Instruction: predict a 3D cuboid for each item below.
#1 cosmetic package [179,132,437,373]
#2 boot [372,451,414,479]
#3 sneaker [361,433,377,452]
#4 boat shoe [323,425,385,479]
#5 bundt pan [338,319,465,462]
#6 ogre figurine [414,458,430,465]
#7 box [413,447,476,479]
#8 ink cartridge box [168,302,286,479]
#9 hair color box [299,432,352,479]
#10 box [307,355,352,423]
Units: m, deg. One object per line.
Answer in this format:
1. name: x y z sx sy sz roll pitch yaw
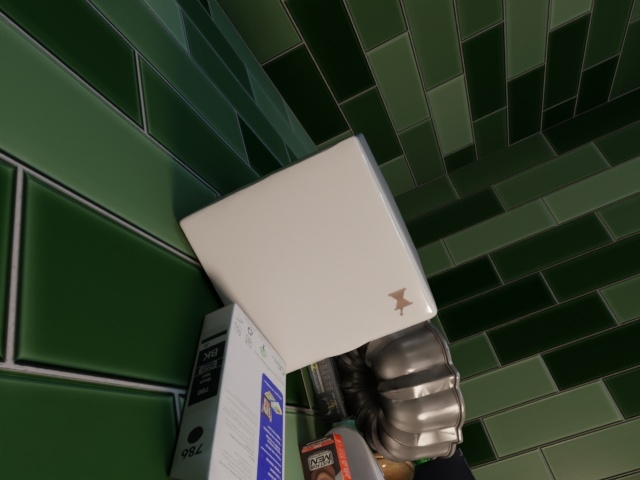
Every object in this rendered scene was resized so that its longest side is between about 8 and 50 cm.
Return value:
1. cosmetic package: 0.000 0.000 0.930 0.327 0.330 0.393 64 11 -10
2. boot: 0.161 0.568 1.034 0.115 0.113 0.305 -83 158 -48
3. sneaker: 0.164 0.527 1.194 0.099 0.121 0.262 -60 161 -28
4. boat shoe: 0.103 0.540 0.854 0.156 0.136 0.367 57 5 -48
5. bundt pan: 0.133 0.282 0.922 0.331 0.124 0.330 171 -90 -68
6. ogre figurine: 0.367 0.806 1.543 0.118 0.097 0.196 167 -86 -84
7. box: 0.420 0.849 1.310 0.312 0.179 0.343 -107 174 -68
8. ink cartridge box: -0.109 0.252 0.615 0.165 0.065 0.332 59 12 -30
9. hair color box: 0.015 0.419 0.804 0.043 0.072 0.141 50 19 -54
10. box: 0.028 0.308 1.105 0.183 0.059 0.232 41 28 -64
